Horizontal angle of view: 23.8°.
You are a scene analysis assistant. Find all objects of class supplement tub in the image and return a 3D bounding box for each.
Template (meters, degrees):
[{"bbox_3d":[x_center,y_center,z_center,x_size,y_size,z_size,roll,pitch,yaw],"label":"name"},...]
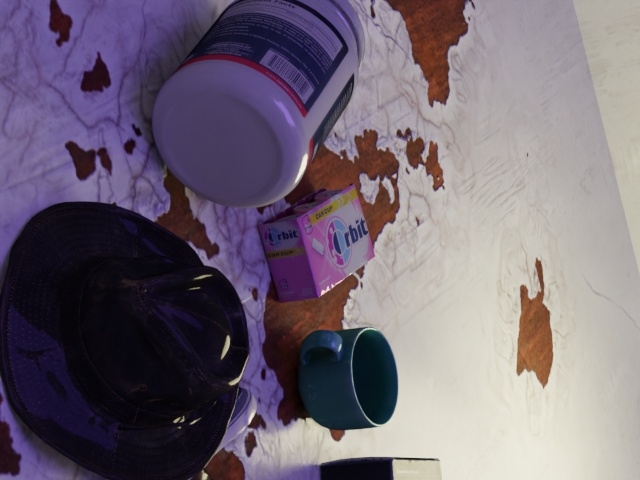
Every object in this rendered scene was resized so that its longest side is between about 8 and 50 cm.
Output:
[{"bbox_3d":[-0.067,-0.182,1.811,0.191,0.191,0.272,65,33,-26],"label":"supplement tub"}]

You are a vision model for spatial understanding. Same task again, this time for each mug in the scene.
[{"bbox_3d":[0.025,0.169,1.968,0.129,0.097,0.158,-43,118,-56],"label":"mug"}]

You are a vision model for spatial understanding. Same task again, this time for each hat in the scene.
[{"bbox_3d":[-0.166,0.096,1.565,0.331,0.134,0.331,20,62,-43],"label":"hat"}]

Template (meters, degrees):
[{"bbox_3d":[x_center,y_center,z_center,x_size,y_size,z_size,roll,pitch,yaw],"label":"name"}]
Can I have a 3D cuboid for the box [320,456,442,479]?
[{"bbox_3d":[0.087,0.390,2.001,0.153,0.108,0.207,17,67,-58],"label":"box"}]

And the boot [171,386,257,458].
[{"bbox_3d":[-0.140,0.193,1.698,0.190,0.069,0.086,-45,115,-54],"label":"boot"}]

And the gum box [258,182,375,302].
[{"bbox_3d":[0.000,0.000,2.007,0.188,0.062,0.107,-33,111,-58],"label":"gum box"}]

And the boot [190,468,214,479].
[{"bbox_3d":[-0.134,0.391,1.670,0.207,0.090,0.248,50,44,-20],"label":"boot"}]
